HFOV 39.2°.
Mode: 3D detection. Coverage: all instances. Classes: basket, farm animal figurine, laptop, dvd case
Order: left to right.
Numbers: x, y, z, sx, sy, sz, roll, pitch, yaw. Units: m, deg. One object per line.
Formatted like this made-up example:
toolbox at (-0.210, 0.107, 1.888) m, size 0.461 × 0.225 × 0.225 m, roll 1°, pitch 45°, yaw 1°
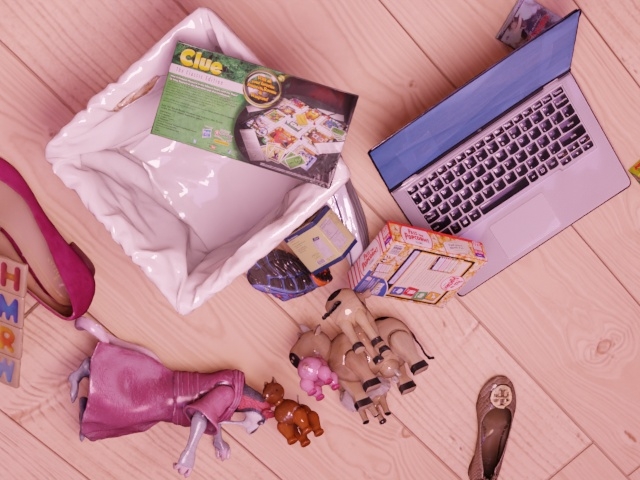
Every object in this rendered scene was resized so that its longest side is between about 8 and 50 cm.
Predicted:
basket at (-0.169, -0.121, 1.382) m, size 0.328 × 0.266 × 0.331 m, roll -40°, pitch 91°, yaw 7°
farm animal figurine at (0.045, 0.191, 1.555) m, size 0.327 × 0.172 × 0.330 m, roll -2°, pitch 139°, yaw -40°
laptop at (0.321, -0.119, 1.506) m, size 0.382 × 0.236 × 0.408 m, roll -34°, pitch 110°, yaw 5°
dvd case at (0.373, -0.358, 1.551) m, size 0.119 × 0.013 × 0.087 m, roll 27°, pitch 103°, yaw -15°

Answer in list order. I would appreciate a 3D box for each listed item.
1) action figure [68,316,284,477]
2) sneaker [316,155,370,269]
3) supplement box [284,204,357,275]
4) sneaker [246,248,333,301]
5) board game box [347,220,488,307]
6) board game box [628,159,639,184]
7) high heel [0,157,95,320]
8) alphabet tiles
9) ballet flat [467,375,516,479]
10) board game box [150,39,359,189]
action figure at (-0.249, 0.275, 1.612) m, size 0.370 × 0.248 × 0.275 m, roll -1°, pitch 82°, yaw -7°
sneaker at (0.019, -0.054, 1.574) m, size 0.091 × 0.094 × 0.258 m, roll -15°, pitch 106°, yaw 16°
supplement box at (0.000, 0.000, 1.524) m, size 0.083 × 0.056 × 0.083 m, roll -30°, pitch 103°, yaw 43°
sneaker at (-0.061, 0.071, 1.546) m, size 0.087 × 0.221 × 0.083 m, roll -37°, pitch 70°, yaw 23°
board game box at (0.166, 0.046, 1.546) m, size 0.194 × 0.045 × 0.146 m, roll 13°, pitch 135°, yaw -26°
board game box at (0.665, -0.095, 1.665) m, size 0.092 × 0.043 × 0.181 m, roll -43°, pitch 108°, yaw 8°
high heel at (-0.510, -0.025, 1.448) m, size 0.377 × 0.181 × 0.127 m, roll 40°, pitch 99°, yaw -18°
alphabet tiles at (-0.610, 0.102, 1.487) m, size 0.285 × 0.011 × 0.342 m, roll 18°, pitch 112°, yaw 16°
ballet flat at (0.340, 0.386, 1.772) m, size 0.084 × 0.058 × 0.249 m, roll 6°, pitch 107°, yaw -11°
board game box at (-0.090, -0.171, 1.228) m, size 0.260 × 0.030 × 0.136 m, roll 18°, pitch 97°, yaw 3°
